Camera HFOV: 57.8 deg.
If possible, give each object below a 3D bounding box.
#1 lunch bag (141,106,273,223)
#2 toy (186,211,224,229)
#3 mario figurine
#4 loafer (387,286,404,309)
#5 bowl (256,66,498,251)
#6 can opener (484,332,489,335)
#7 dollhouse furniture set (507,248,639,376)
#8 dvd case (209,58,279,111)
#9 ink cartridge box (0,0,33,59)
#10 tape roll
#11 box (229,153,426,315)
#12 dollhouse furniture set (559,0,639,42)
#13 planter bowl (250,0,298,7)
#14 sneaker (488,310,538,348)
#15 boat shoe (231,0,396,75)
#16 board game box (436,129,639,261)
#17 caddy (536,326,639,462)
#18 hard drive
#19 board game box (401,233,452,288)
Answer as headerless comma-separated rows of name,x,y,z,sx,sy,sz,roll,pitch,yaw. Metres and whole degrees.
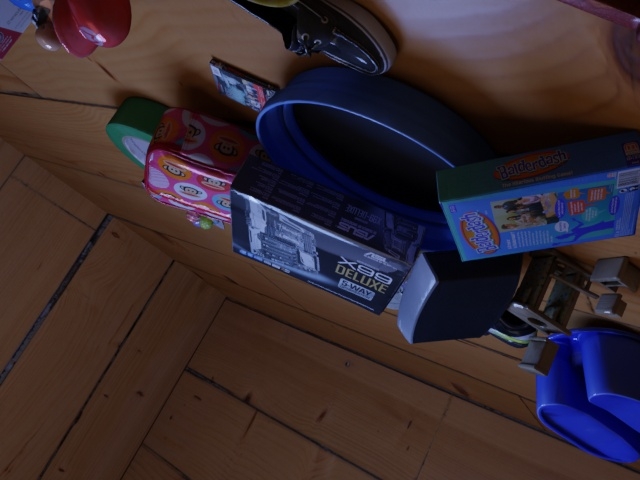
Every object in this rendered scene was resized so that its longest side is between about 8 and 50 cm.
lunch bag,-0.189,-0.117,1.124,0.293,0.120,0.258,18,155,-12
toy,-0.384,-0.076,1.841,0.137,0.056,0.237,30,165,1
mario figurine,-0.407,-0.337,0.804,0.321,0.198,0.170,30,126,20
loafer,0.204,0.083,1.249,0.111,0.112,0.320,45,150,-23
bowl,0.091,-0.110,0.874,0.391,0.077,0.391,26,165,8
can opener,0.344,0.190,1.423,0.186,0.059,0.073,14,159,42
dollhouse furniture set,0.367,0.106,0.884,0.101,0.181,0.161,32,165,-12
dvd case,-0.118,-0.241,0.934,0.120,0.013,0.087,25,164,10
ink cartridge box,-0.593,-0.416,0.982,0.072,0.127,0.175,19,162,27
tape roll,-0.328,-0.195,1.329,0.321,0.077,0.321,27,165,8
box,0.000,0.000,0.992,0.308,0.076,0.242,24,154,3
dollhouse furniture set,0.057,-0.270,0.276,0.374,0.152,0.201,25,164,11
planter bowl,-0.081,-0.308,0.486,0.217,0.090,0.217,32,175,3
sneaker,0.367,0.145,1.258,0.235,0.084,0.097,21,139,22
boat shoe,-0.022,-0.244,0.641,0.229,0.076,0.080,34,164,-18
board game box,0.257,-0.043,0.683,0.210,0.047,0.160,-10,149,18
caddy,0.578,0.294,1.145,0.341,0.179,0.241,35,141,-20
hard drive,0.221,0.097,0.938,0.172,0.054,0.254,-4,147,-5
board game box,0.237,0.070,1.070,0.194,0.060,0.194,-23,111,41
